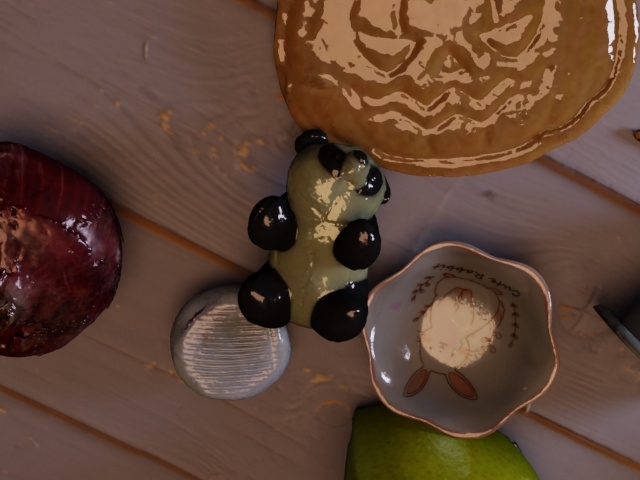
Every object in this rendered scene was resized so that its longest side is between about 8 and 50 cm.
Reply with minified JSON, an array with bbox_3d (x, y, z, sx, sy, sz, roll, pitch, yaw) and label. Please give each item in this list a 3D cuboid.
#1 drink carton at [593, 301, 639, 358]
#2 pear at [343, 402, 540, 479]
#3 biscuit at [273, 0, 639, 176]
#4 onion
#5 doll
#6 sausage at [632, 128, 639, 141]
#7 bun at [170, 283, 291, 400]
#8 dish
[{"bbox_3d":[0.436,0.085,1.364,0.191,0.185,0.189,41,104,-11],"label":"drink carton"},{"bbox_3d":[0.153,0.385,1.416,0.238,0.318,0.342,-10,112,10],"label":"pear"},{"bbox_3d":[0.136,-0.242,1.307,0.385,0.062,0.365,-10,110,5],"label":"biscuit"},{"bbox_3d":[-0.337,0.021,1.334,0.252,0.219,0.252,-1,120,-1],"label":"onion"},{"bbox_3d":[-0.002,0.001,1.346,0.143,0.135,0.234,14,121,8],"label":"doll"},{"bbox_3d":[0.390,-0.100,1.380,0.100,0.015,0.015,24,109,-8],"label":"sausage"},{"bbox_3d":[-0.105,0.115,1.437,0.141,0.083,0.141,-2,104,-9],"label":"bun"},{"bbox_3d":[0.159,0.105,1.418,0.229,0.081,0.229,1,99,6],"label":"dish"}]
